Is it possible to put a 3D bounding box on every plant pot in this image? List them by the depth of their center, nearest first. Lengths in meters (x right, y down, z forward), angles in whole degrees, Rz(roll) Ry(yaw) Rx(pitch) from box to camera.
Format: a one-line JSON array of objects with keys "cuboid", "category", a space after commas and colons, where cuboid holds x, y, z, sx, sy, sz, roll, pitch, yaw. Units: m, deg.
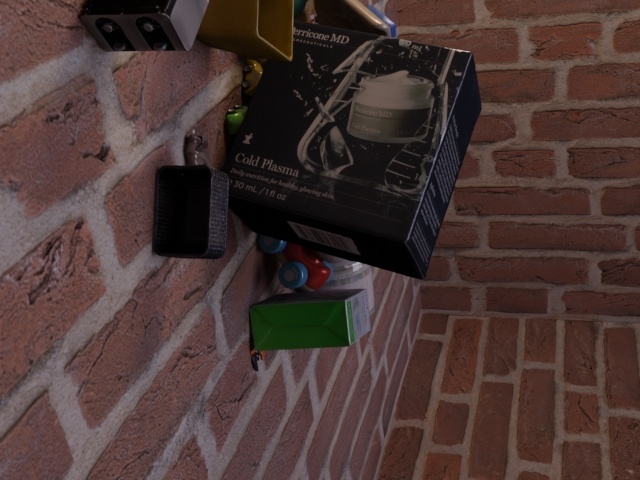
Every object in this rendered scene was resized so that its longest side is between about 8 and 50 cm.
[{"cuboid": [-0.179, -0.505, 1.666, 0.212, 0.187, 0.212, 6, 84, -73], "category": "plant pot"}]

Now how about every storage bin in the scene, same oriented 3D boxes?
[{"cuboid": [-0.256, -0.055, 1.549, 0.084, 0.122, 0.180, 16, 76, -72], "category": "storage bin"}]

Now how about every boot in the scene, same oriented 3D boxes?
[{"cuboid": [-0.253, -0.185, 1.692, 0.118, 0.042, 0.086, -4, 93, -73], "category": "boot"}]

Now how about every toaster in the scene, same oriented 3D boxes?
[{"cuboid": [-0.296, -0.411, 1.336, 0.110, 0.168, 0.185, 69, 29, -56], "category": "toaster"}]

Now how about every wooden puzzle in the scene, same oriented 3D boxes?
[{"cuboid": [0.099, -0.552, 2.029, 0.080, 0.322, 0.348, -39, 155, -5], "category": "wooden puzzle"}]

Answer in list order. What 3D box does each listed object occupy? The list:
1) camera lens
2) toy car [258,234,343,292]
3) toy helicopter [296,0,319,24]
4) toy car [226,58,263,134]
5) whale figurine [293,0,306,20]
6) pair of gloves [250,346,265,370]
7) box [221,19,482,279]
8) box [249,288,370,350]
[{"cuboid": [0.050, 0.120, 2.380, 0.219, 0.220, 0.274, -55, 143, -61], "category": "camera lens"}, {"cuboid": [0.000, 0.000, 2.097, 0.210, 0.238, 0.219, 59, 19, 13], "category": "toy car"}, {"cuboid": [-0.045, -0.595, 2.264, 0.235, 0.140, 0.355, 71, 36, -68], "category": "toy helicopter"}, {"cuboid": [-0.170, -0.314, 1.930, 0.225, 0.053, 0.239, -58, 145, -59], "category": "toy car"}, {"cuboid": [-0.102, -0.633, 1.908, 0.272, 0.141, 0.216, 98, -5, -81], "category": "whale figurine"}, {"cuboid": [-0.163, 0.298, 2.057, 0.083, 0.010, 0.074, -60, 147, -56], "category": "pair of gloves"}, {"cuboid": [0.080, -0.219, 1.861, 0.297, 0.480, 0.471, 54, 54, -65], "category": "box"}, {"cuboid": [-0.022, 0.205, 2.073, 0.231, 0.262, 0.126, -12, 97, -73], "category": "box"}]
